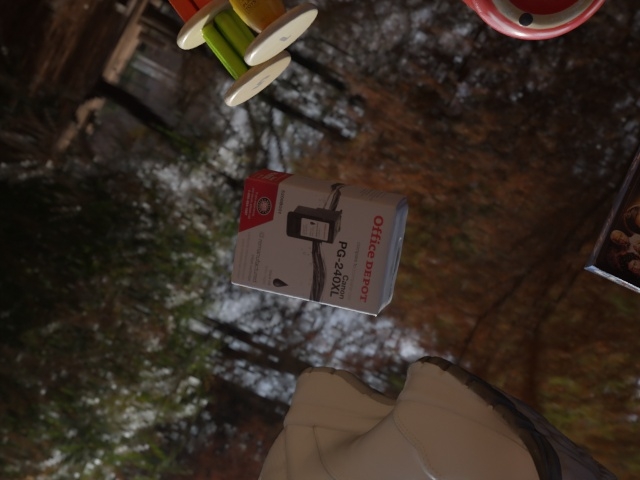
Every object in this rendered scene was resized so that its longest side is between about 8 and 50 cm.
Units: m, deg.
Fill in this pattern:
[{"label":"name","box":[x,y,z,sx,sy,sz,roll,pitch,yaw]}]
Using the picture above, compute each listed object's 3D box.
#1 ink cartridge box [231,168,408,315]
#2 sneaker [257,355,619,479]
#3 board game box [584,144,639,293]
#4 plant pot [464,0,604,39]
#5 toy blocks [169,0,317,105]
[{"label":"ink cartridge box","box":[0.000,0.000,0.974,0.063,0.150,0.109,-36,136,-73]},{"label":"sneaker","box":[0.043,0.139,0.527,0.129,0.111,0.297,-58,-169,-20]},{"label":"board game box","box":[0.420,-0.045,1.119,0.042,0.165,0.243,54,61,-85]},{"label":"plant pot","box":[0.230,-0.329,1.118,0.191,0.191,0.174,-58,-162,22]},{"label":"toy blocks","box":[-0.075,-0.169,0.627,0.054,0.148,0.123,-37,179,-21]}]
